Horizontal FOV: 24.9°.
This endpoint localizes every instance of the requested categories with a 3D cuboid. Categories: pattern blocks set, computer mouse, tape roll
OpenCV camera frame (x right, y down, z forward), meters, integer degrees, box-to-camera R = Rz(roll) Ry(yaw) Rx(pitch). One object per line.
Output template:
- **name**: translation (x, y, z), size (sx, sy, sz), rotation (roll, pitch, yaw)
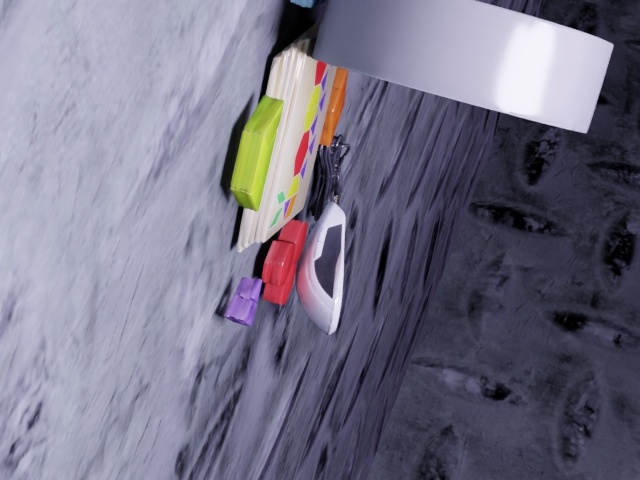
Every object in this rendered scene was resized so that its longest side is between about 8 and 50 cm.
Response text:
- **pattern blocks set**: translation (-0.025, -0.087, 1.191), size (0.285, 0.026, 0.324), rotation (-26, 132, -77)
- **computer mouse**: translation (0.000, 0.000, 1.368), size (0.106, 0.042, 0.193), rotation (103, -8, -52)
- **tape roll**: translation (0.107, -0.144, 1.107), size (0.219, 0.219, 0.072), rotation (-23, 130, -78)
